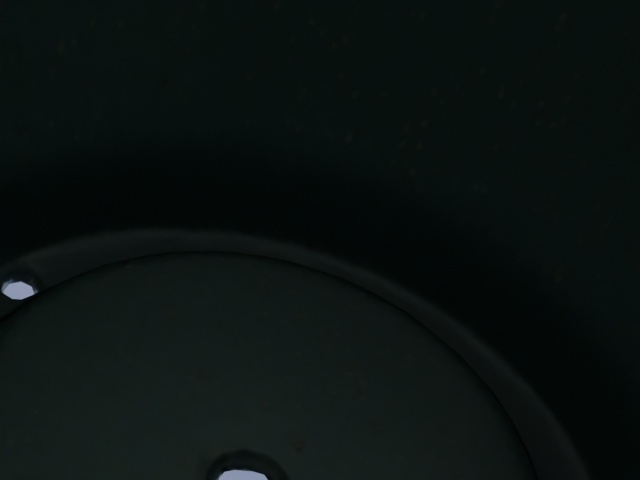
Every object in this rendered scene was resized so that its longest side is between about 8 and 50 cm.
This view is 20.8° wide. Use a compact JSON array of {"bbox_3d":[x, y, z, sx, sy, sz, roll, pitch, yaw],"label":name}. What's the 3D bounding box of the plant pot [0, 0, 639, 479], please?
[{"bbox_3d":[0.000,0.000,0.277,0.293,0.196,0.293,9,-133,-9],"label":"plant pot"}]
